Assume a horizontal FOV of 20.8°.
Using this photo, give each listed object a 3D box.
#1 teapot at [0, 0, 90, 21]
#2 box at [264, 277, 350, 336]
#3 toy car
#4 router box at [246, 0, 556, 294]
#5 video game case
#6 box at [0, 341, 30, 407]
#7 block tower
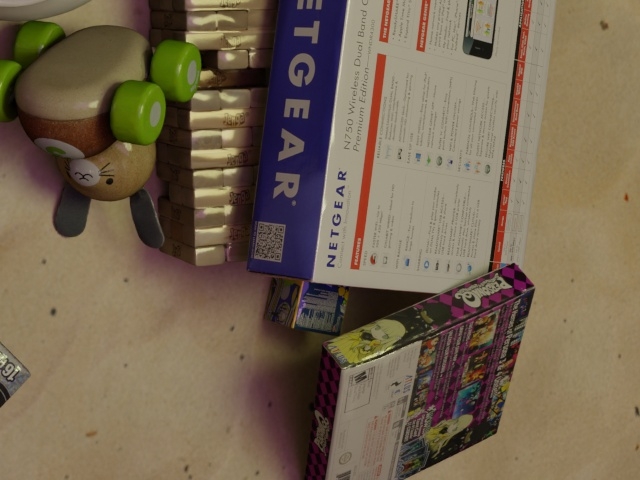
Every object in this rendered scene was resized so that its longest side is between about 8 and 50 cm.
[{"bbox_3d":[-0.245,-0.268,1.354,0.253,0.187,0.256,4,120,-8],"label":"teapot"},{"bbox_3d":[0.000,0.000,1.625,0.054,0.059,0.169,12,91,-30],"label":"box"},{"bbox_3d":[-0.190,-0.075,1.476,0.149,0.155,0.188,-57,152,-52],"label":"toy car"},{"bbox_3d":[0.083,-0.121,1.576,0.301,0.082,0.335,8,90,-48],"label":"router box"},{"bbox_3d":[0.089,0.141,1.627,0.210,0.042,0.232,-22,144,-23],"label":"video game case"},{"bbox_3d":[-0.380,0.063,1.379,0.142,0.163,0.247,-48,114,-16],"label":"box"},{"bbox_3d":[-0.094,-0.153,1.541,0.091,0.097,0.335,-6,101,-27],"label":"block tower"}]
